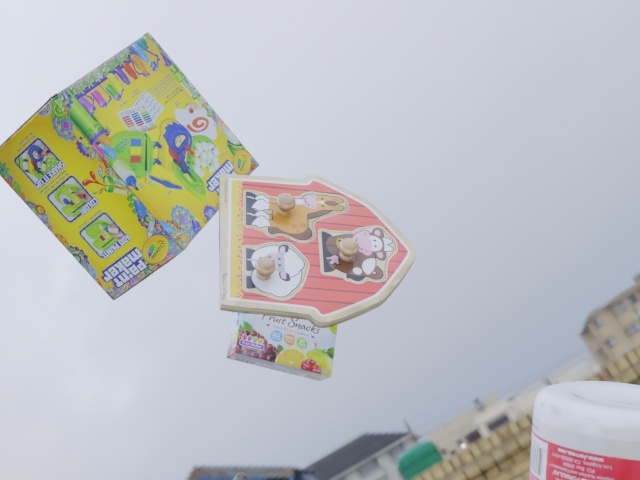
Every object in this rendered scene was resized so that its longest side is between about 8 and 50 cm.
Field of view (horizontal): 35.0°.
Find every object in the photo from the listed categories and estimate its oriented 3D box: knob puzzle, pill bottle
[{"bbox_3d":[0.000,0.000,0.979,0.213,0.213,0.030,-21,-34,-30],"label":"knob puzzle"},{"bbox_3d":[0.379,0.402,1.314,0.228,0.408,0.229,3,4,0],"label":"pill bottle"}]

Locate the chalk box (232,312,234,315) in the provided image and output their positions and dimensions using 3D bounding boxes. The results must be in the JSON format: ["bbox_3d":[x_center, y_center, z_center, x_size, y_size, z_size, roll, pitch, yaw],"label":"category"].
[{"bbox_3d":[-0.094,0.097,1.855,0.132,0.133,0.213,-16,11,-19],"label":"chalk box"}]

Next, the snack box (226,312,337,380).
[{"bbox_3d":[-0.049,0.124,1.371,0.141,0.100,0.037,17,-25,-21],"label":"snack box"}]

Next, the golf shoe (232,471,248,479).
[{"bbox_3d":[-0.039,0.287,0.740,0.120,0.273,0.105,-44,-55,11],"label":"golf shoe"}]

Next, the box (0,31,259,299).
[{"bbox_3d":[-0.288,-0.119,1.551,0.177,0.279,0.290,-33,12,33],"label":"box"}]
